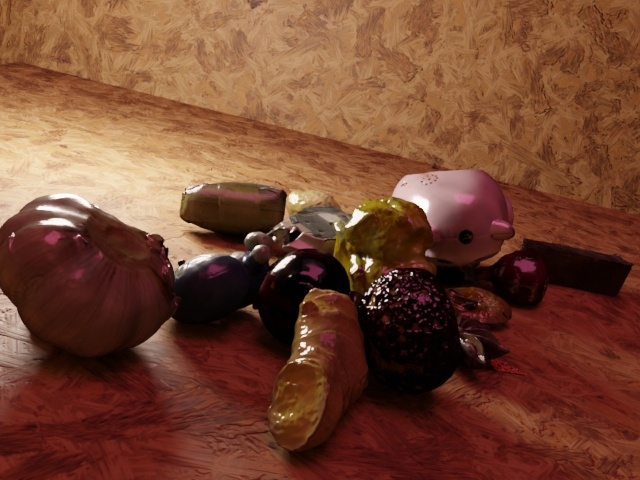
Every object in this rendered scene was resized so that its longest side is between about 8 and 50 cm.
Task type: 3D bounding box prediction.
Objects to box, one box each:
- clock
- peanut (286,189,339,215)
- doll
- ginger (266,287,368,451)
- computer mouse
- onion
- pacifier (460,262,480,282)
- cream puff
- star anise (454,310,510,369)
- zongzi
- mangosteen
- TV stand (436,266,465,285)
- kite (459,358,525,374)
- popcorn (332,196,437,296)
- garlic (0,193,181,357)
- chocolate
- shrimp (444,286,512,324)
[{"bbox_3d":[0.355,-0.069,2.113,0.368,0.250,0.376,-4,11,-2],"label":"clock"},{"bbox_3d":[-0.024,-0.097,2.274,0.159,0.109,0.140,18,-13,-20],"label":"peanut"},{"bbox_3d":[-0.209,0.082,1.538,0.228,0.154,0.258,-25,-10,30],"label":"doll"},{"bbox_3d":[0.003,0.216,1.282,0.126,0.190,0.354,-23,19,27],"label":"ginger"},{"bbox_3d":[0.000,0.006,1.986,0.389,0.115,0.199,-9,30,-44],"label":"computer mouse"},{"bbox_3d":[0.517,0.085,2.075,0.198,0.135,0.173,16,19,5],"label":"onion"},{"bbox_3d":[0.423,0.081,2.141,0.068,0.064,0.083,32,20,1],"label":"pacifier"},{"bbox_3d":[0.153,0.166,1.423,0.165,0.239,0.239,-9,24,-15],"label":"cream puff"},{"bbox_3d":[0.292,0.207,1.637,0.197,0.073,0.212,-15,32,-39],"label":"star anise"},{"bbox_3d":[-0.240,-0.087,2.106,0.274,0.145,0.300,5,2,-8],"label":"zongzi"},{"bbox_3d":[-0.023,0.116,1.511,0.210,0.210,0.210,12,18,-4],"label":"mangosteen"},{"bbox_3d":[0.264,0.095,2.018,0.256,0.040,0.049,2,21,-31],"label":"TV stand"},{"bbox_3d":[0.318,0.249,1.656,0.222,0.008,0.125,27,25,38],"label":"kite"},{"bbox_3d":[0.157,0.028,1.801,0.226,0.276,0.276,-8,23,-13],"label":"popcorn"},{"bbox_3d":[-0.406,0.062,1.324,0.322,0.241,0.322,22,6,-3],"label":"garlic"},{"bbox_3d":[0.757,0.081,2.308,0.321,0.112,0.112,10,17,-6],"label":"chocolate"},{"bbox_3d":[0.339,0.159,1.861,0.267,0.061,0.145,10,28,-18],"label":"shrimp"}]
